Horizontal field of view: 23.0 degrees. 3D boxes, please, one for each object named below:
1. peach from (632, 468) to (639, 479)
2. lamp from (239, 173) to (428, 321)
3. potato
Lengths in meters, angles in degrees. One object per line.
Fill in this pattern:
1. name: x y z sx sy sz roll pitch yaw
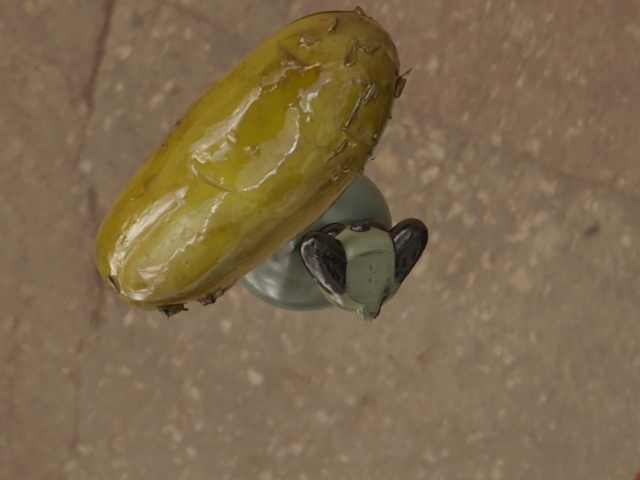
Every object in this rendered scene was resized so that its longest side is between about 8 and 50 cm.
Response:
1. peach: 0.380 0.251 1.394 0.226 0.196 0.190 -34 70 48
2. lamp: 0.000 0.000 1.773 0.244 0.198 0.198 25 142 60
3. potato: -0.054 -0.062 1.266 0.140 0.173 0.300 44 92 -1
